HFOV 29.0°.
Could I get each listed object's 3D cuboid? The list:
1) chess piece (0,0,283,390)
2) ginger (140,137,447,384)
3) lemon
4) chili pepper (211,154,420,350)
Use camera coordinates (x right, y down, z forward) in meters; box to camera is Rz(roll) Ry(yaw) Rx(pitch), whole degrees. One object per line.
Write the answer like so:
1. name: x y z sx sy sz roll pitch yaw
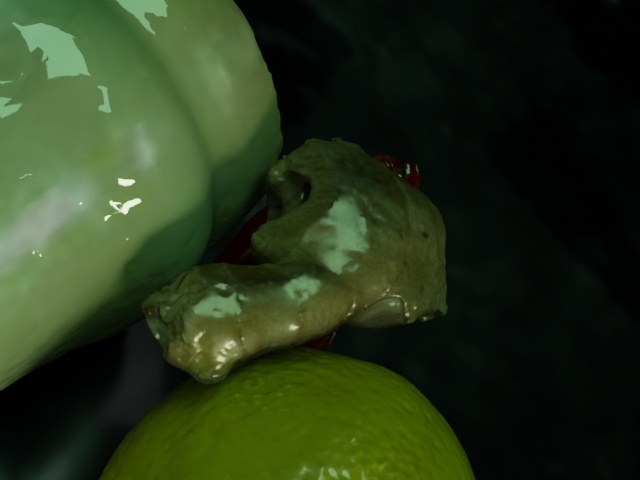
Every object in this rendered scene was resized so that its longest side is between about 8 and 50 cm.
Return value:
1. chess piece: -0.220 0.042 0.482 0.234 0.234 0.442 39 52 -2
2. ginger: -0.007 0.002 0.550 0.165 0.067 0.096 -13 81 -40
3. lemon: -0.014 0.137 0.564 0.178 0.178 0.203 47 34 5
4. chili pepper: 0.003 0.003 0.666 0.088 0.169 0.065 19 53 -21
